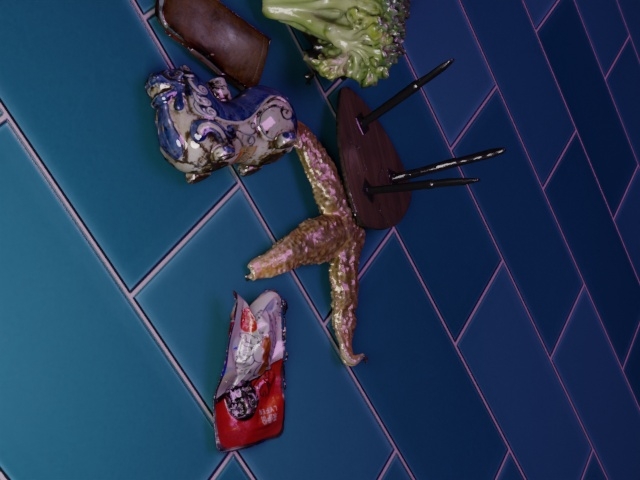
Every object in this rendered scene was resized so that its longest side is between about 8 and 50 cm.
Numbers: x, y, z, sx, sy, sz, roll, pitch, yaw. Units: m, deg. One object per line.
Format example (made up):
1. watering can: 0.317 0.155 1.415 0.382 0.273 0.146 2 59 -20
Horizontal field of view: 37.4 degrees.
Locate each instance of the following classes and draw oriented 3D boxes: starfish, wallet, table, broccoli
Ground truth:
1. starfish: 0.000 0.000 1.808 0.324 0.082 0.432 27 65 -48
2. wallet: -0.193 -0.372 1.685 0.255 0.031 0.137 33 59 -41
3. table: 0.218 -0.185 1.927 0.317 0.249 0.317 38 43 -47
4. broccoli: 0.030 -0.444 1.796 0.348 0.281 0.293 91 4 -84

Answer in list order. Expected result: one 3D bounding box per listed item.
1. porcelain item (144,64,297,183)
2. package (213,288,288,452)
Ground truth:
1. porcelain item: -0.169 -0.207 1.619 0.288 0.138 0.186 -16 77 -46
2. package: -0.119 0.219 1.633 0.194 0.071 0.269 1 95 -48
